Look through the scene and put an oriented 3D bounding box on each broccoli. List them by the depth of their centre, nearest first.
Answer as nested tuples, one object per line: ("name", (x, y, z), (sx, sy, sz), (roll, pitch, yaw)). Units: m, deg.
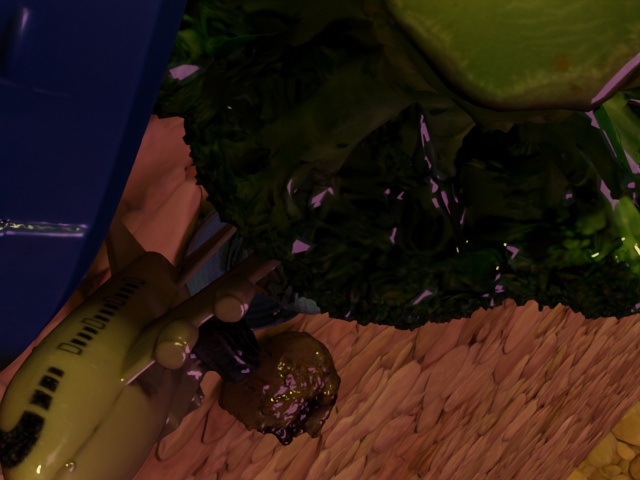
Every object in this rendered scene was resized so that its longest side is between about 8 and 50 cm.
("broccoli", (0.054, -0.103, 0.587), (0.297, 0.297, 0.297), (-53, 178, 1))

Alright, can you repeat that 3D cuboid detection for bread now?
("bread", (-0.022, 0.109, 1.100), (0.082, 0.060, 0.113), (-51, 159, 3))

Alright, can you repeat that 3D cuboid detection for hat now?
("hat", (0.000, 0.000, 0.939), (0.191, 0.078, 0.138), (-28, 151, -48))

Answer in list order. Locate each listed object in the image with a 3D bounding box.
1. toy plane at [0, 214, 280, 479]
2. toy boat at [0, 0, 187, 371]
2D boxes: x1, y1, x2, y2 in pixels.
("toy plane", (-0.093, 0.060, 0.697), (0.242, 0.104, 0.256), (-31, -157, 16))
("toy boat", (-0.140, -0.027, 0.573), (0.129, 0.088, 0.295), (4, 135, -22))
